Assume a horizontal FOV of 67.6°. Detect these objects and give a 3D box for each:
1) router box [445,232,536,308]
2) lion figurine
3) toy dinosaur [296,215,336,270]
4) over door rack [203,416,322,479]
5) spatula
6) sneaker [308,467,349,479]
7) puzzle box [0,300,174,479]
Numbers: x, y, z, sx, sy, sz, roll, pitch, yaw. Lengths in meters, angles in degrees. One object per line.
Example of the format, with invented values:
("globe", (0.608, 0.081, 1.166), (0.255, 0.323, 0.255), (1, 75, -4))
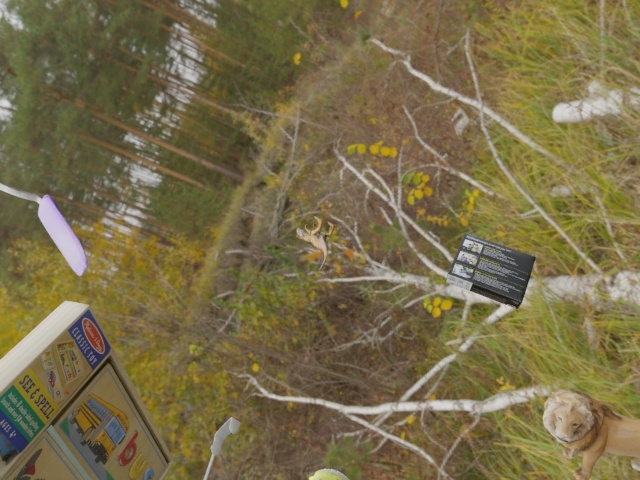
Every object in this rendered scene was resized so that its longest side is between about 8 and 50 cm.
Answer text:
("router box", (0.413, 0.071, 1.161), (0.133, 0.178, 0.046), (-59, -20, -26))
("lion figurine", (0.731, 0.477, 1.147), (0.142, 0.391, 0.241), (-71, -17, -64))
("toy dinosaur", (0.000, 0.000, 1.345), (0.112, 0.064, 0.211), (-66, 30, 11))
("over door rack", (-0.135, 0.510, 0.792), (0.108, 0.239, 0.324), (-40, 17, 34))
("spatula", (-0.374, -0.076, 0.545), (0.084, 0.296, 0.030), (-27, 21, 50))
("sneaker", (0.049, 0.715, 1.335), (0.081, 0.208, 0.094), (-39, 20, 35))
("puzzle box", (-0.368, 0.330, 0.707), (0.272, 0.052, 0.409), (-61, -31, -48))
